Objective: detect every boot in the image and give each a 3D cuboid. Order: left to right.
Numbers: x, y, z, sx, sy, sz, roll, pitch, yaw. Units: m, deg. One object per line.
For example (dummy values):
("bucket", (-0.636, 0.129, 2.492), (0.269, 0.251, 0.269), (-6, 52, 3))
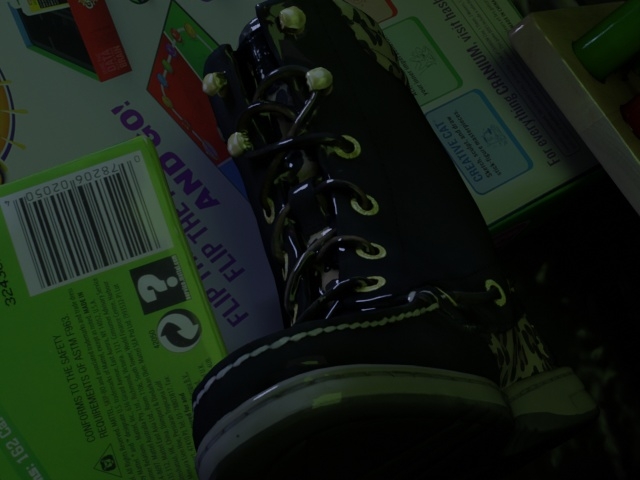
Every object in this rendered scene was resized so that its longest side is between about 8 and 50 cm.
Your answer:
("boot", (-0.001, 0.001, 0.563), (0.179, 0.085, 0.236), (63, 20, 16))

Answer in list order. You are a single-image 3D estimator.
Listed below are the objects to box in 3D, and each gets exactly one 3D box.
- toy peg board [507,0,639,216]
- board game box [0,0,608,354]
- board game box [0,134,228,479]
("toy peg board", (0.182, -0.056, 0.755), (0.161, 0.079, 0.161), (54, 26, 7))
("board game box", (-0.061, -0.059, 0.703), (0.316, 0.064, 0.242), (-27, 77, -32))
("board game box", (-0.158, 0.066, 0.559), (0.259, 0.039, 0.124), (-19, 77, -7))
